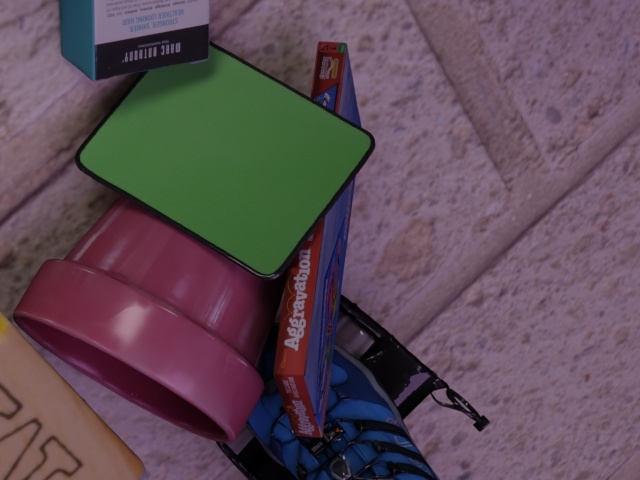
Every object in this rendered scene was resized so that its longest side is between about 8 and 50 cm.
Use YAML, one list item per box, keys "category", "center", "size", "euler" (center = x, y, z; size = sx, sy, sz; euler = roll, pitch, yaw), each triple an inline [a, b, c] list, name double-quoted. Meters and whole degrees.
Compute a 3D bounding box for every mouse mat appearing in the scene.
- category: "mouse mat"
  center: [-0.072, -0.068, 1.406]
  size: [0.153, 0.189, 0.007]
  euler: [-53, 164, -24]

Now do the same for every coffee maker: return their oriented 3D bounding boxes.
- category: "coffee maker"
  center: [0.020, 0.164, 1.623]
  size: [0.178, 0.171, 0.120]
  euler: [-49, 153, 1]

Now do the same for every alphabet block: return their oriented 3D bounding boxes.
- category: "alphabet block"
  center: [-0.286, 0.142, 1.373]
  size: [0.193, 0.192, 0.197]
  euler: [-45, 134, -10]

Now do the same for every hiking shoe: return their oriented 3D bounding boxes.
- category: "hiking shoe"
  center: [0.037, 0.185, 1.511]
  size: [0.113, 0.132, 0.304]
  euler: [-44, 91, 0]

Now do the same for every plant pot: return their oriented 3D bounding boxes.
- category: "plant pot"
  center: [-0.112, 0.034, 1.451]
  size: [0.201, 0.201, 0.180]
  euler: [44, 70, -43]

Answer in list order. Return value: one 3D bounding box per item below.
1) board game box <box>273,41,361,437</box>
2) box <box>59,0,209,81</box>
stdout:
- category: "board game box"
  center: [0.000, 0.000, 1.464]
  size: [0.145, 0.027, 0.281]
  euler: [74, 21, -64]
- category: "box"
  center: [-0.136, -0.246, 1.350]
  size: [0.100, 0.060, 0.244]
  euler: [-14, 122, -30]
